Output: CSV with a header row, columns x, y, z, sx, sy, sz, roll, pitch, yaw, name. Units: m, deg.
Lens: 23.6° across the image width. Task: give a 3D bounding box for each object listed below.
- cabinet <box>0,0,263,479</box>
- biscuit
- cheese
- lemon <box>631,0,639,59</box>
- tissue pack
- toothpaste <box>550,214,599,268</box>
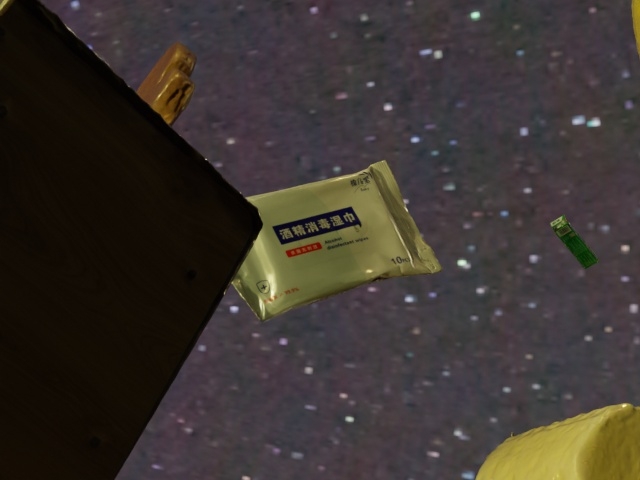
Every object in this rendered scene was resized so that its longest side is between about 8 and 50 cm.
x,y,z,sx,sy,sz,roll,pitch,yaw,name
-0.163,0.041,0.605,0.148,0.175,0.215,44,-118,-29,cabinet
-0.121,-0.055,0.979,0.031,0.138,0.205,34,-138,-15,biscuit
0.227,0.217,1.401,0.123,0.167,0.094,-40,-84,-36,cheese
0.398,-0.188,1.171,0.364,0.364,0.364,0,-90,-35,lemon
0.000,0.000,1.341,0.193,0.026,0.122,-15,-117,-25,tissue pack
0.296,0.002,1.782,0.020,0.017,0.083,-32,-49,16,toothpaste
